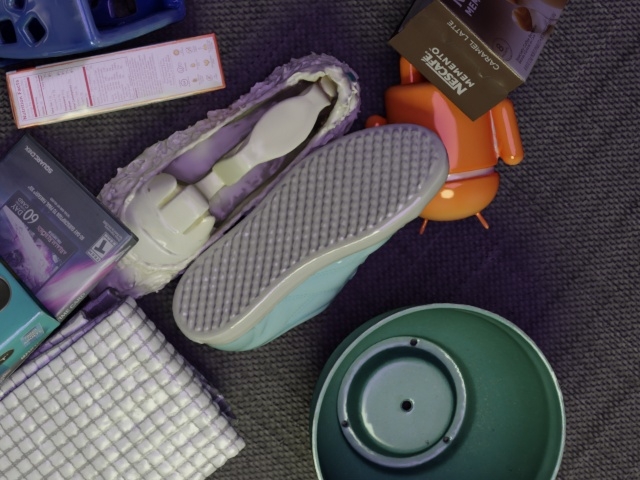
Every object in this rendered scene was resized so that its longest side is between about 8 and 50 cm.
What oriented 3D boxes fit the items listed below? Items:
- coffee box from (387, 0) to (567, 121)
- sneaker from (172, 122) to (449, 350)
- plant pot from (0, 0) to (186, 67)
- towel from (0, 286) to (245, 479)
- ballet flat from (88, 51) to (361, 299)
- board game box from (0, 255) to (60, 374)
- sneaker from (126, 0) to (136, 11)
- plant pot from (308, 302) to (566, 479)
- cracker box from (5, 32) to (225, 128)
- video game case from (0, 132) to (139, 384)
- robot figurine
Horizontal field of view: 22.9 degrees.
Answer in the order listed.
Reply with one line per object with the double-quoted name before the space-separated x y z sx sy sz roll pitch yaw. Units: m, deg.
"coffee box" 0.195 -0.275 1.807 0.141 0.098 0.246 42 48 -11
"sneaker" 0.000 0.000 1.833 0.366 0.150 0.135 -33 66 9
"plant pot" -0.308 -0.305 1.692 0.212 0.236 0.236 -15 99 23
"towel" -0.259 0.215 1.807 0.283 0.121 0.235 -40 100 6
"ballet flat" -0.121 -0.079 1.812 0.409 0.147 0.147 -41 101 -4
"board game box" -0.490 0.046 1.712 0.254 0.079 0.336 -42 77 -5
"sneaker" -0.186 -0.350 1.814 0.089 0.051 0.170 -4 93 -7
"plant pot" 0.116 0.207 1.851 0.293 0.196 0.293 -1 95 -11
"cracker box" -0.233 -0.179 1.767 0.232 0.156 0.067 -12 98 -9
"video game case" -0.362 0.036 1.775 0.274 0.026 0.196 -46 66 -5
"robot figurine" 0.142 -0.118 1.863 0.158 0.128 0.219 -10 96 -21
